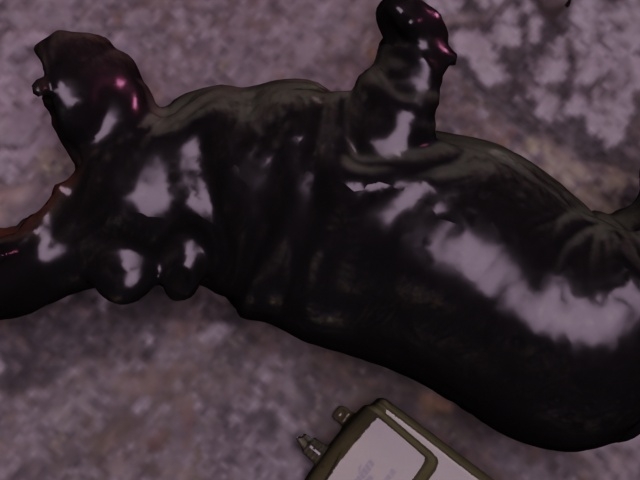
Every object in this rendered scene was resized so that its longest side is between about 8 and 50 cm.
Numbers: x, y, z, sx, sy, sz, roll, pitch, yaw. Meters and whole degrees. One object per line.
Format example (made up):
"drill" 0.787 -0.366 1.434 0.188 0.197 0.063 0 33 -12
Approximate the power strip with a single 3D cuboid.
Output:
"power strip" 0.057 0.138 0.552 0.169 0.028 0.076 36 82 0

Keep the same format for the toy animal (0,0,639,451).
"toy animal" -0.002 -0.017 0.530 0.343 0.106 0.168 11 89 2
